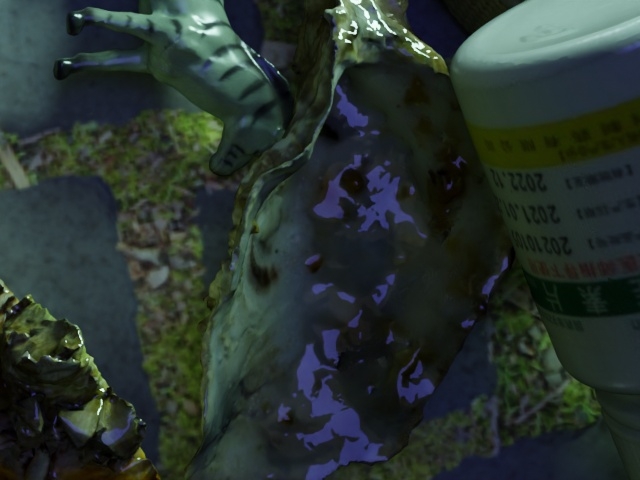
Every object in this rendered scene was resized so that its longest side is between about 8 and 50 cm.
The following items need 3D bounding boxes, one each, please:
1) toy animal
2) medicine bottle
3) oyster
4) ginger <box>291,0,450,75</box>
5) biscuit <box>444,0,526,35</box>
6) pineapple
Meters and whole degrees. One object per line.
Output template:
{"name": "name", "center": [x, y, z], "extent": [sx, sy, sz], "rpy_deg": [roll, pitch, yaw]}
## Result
{"name": "toy animal", "center": [-0.096, -0.161, 1.211], "extent": [0.176, 0.073, 0.217], "rpy_deg": [6, 70, -18]}
{"name": "medicine bottle", "center": [0.235, 0.000, 1.104], "extent": [0.208, 0.208, 0.340], "rpy_deg": [-27, 106, -14]}
{"name": "oyster", "center": [0.026, -0.007, 1.156], "extent": [0.204, 0.111, 0.396], "rpy_deg": [14, 91, -22]}
{"name": "ginger", "center": [0.042, -0.120, 1.226], "extent": [0.096, 0.067, 0.165], "rpy_deg": [-39, 95, -3]}
{"name": "biscuit", "center": [0.091, -0.231, 1.237], "extent": [0.062, 0.108, 0.239], "rpy_deg": [-42, 86, -14]}
{"name": "pineapple", "center": [-0.225, 0.141, 1.004], "extent": [0.209, 0.286, 0.344], "rpy_deg": [-41, 85, -16]}
